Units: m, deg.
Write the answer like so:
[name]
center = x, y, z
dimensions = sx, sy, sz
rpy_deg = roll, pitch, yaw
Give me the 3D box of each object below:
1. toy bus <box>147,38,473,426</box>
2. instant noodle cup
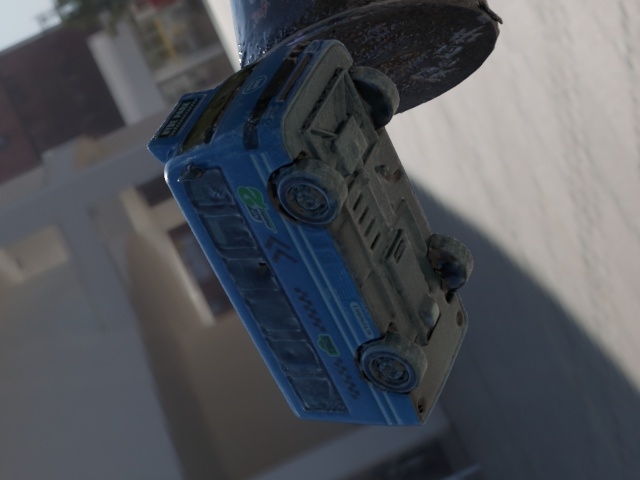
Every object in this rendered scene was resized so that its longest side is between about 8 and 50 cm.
[toy bus]
center = 0.000, 0.000, 1.093
dimensions = 0.246, 0.134, 0.113
rpy_deg = 63, -142, -31
[instant noodle cup]
center = 0.015, -0.223, 1.374
dimensions = 0.217, 0.217, 0.207
rpy_deg = 67, -173, -71
